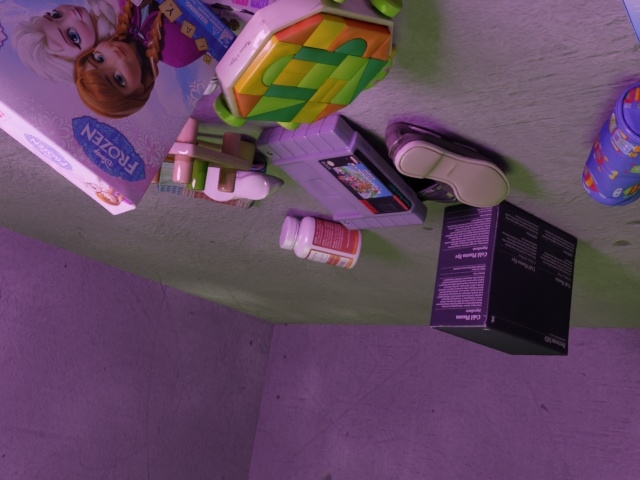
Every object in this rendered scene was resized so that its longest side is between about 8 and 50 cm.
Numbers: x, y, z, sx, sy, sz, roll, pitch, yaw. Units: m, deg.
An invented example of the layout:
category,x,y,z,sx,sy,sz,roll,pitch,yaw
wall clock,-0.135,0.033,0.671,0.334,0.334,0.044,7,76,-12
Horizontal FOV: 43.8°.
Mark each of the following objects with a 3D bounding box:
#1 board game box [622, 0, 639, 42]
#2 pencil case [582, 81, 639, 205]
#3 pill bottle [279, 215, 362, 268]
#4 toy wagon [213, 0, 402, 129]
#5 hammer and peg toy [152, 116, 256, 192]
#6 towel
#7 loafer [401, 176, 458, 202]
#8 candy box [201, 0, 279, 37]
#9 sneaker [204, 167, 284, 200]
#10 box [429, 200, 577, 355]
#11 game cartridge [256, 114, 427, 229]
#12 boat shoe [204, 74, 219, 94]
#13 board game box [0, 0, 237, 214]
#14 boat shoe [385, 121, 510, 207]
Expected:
category,x,y,z,sx,sy,sz,roll,pitch,yaw
board game box,0.462,-0.326,1.001,0.160,0.039,0.211,-1,161,33
pencil case,0.548,-0.159,1.386,0.133,0.120,0.306,-2,163,7
pill bottle,0.000,0.000,2.246,0.216,0.121,0.121,14,163,-15
toy wagon,0.009,-0.265,1.177,0.344,0.068,0.267,-5,148,-49
hammer and peg toy,-0.293,-0.172,1.649,0.265,0.128,0.361,8,-179,19
towel,-0.281,-0.160,1.994,0.271,0.040,0.370,12,164,-7
loafer,0.219,-0.124,1.794,0.223,0.076,0.078,0,142,44
candy box,-0.110,-0.336,1.225,0.196,0.070,0.165,10,163,-4
sneaker,-0.182,-0.132,1.842,0.212,0.080,0.094,11,-162,30
box,0.464,0.104,1.997,0.343,0.313,0.179,22,160,-36
game cartridge,0.054,-0.134,1.733,0.230,0.068,0.355,1,150,44
boat shoe,-0.304,-0.334,1.325,0.302,0.109,0.094,14,121,-18
board game box,-0.297,-0.253,1.022,0.065,0.318,0.318,-10,138,48
boat shoe,0.265,-0.161,1.632,0.335,0.096,0.112,17,127,-39
